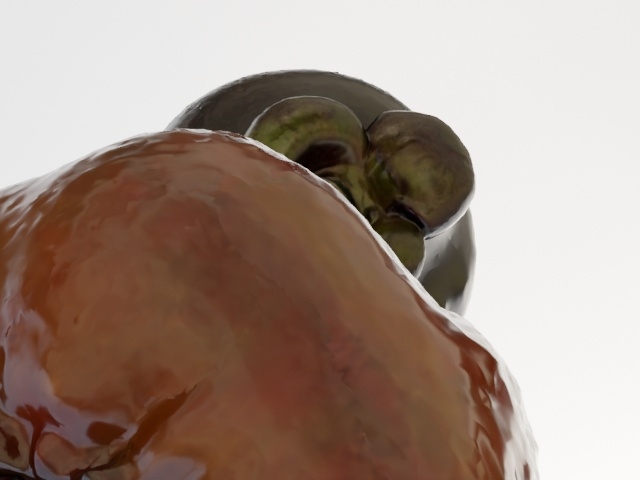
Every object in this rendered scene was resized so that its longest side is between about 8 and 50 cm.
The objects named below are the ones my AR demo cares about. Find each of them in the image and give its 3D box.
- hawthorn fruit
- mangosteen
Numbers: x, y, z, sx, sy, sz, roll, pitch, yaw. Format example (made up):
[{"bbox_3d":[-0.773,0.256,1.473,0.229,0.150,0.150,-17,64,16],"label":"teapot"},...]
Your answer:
[{"bbox_3d":[-0.025,0.079,0.486,0.207,0.207,0.243,43,-166,17],"label":"hawthorn fruit"},{"bbox_3d":[-0.001,-0.007,1.345,0.297,0.313,0.297,28,-140,-27],"label":"mangosteen"}]
